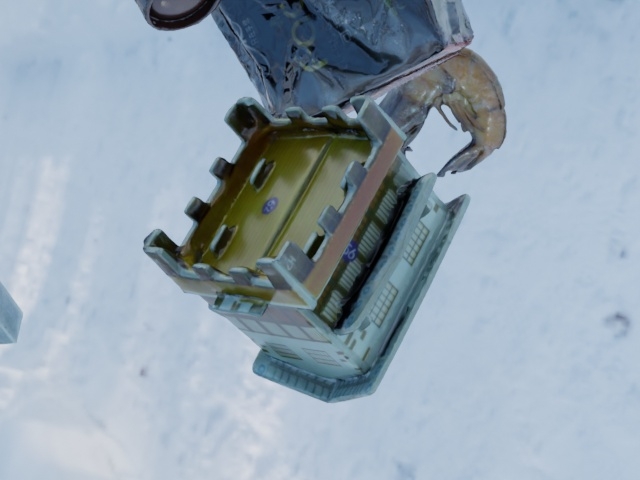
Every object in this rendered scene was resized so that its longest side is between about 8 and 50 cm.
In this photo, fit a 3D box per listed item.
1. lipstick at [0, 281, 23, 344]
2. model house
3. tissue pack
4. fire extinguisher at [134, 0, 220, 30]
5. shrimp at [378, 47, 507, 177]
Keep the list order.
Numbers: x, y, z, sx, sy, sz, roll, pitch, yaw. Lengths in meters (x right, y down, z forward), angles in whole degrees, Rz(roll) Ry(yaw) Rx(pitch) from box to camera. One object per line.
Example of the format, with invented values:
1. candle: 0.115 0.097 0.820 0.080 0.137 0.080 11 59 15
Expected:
1. lipstick: -0.592 0.088 2.194 0.290 0.077 0.076 75 -163 -57
2. model house: 0.000 0.000 1.173 0.198 0.215 0.224 5 58 43
3. tissue pack: 0.014 -0.279 1.556 0.332 0.123 0.245 -22 89 45
4. fire extinguisher: -0.213 -0.400 1.504 0.105 0.141 0.341 -37 63 22
5. shrimp: 0.163 -0.162 1.826 0.289 0.178 0.075 -51 6 39
